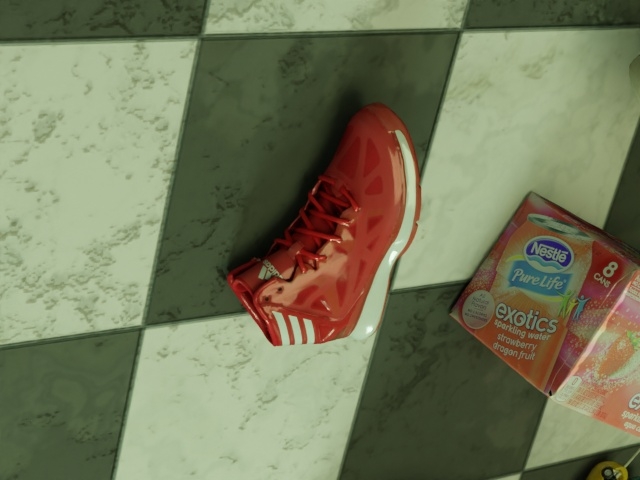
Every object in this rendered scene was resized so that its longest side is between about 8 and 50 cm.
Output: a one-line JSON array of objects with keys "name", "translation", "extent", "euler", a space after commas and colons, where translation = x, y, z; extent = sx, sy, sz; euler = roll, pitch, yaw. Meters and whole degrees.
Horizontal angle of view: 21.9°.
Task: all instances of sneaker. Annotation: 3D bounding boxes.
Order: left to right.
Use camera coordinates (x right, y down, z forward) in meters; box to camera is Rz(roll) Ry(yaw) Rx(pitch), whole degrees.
[{"name": "sneaker", "translation": [0.000, 0.000, 1.322], "extent": [0.128, 0.087, 0.221], "euler": [-14, 126, -33]}]

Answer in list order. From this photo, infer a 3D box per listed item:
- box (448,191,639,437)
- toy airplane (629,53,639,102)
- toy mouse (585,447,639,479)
[{"name": "box", "translation": [0.287, 0.089, 1.563], "extent": [0.300, 0.154, 0.142], "euler": [25, 102, -45]}, {"name": "toy airplane", "translation": [0.486, -0.106, 1.496], "extent": [0.384, 0.272, 0.386], "euler": [-42, 104, -24]}, {"name": "toy mouse", "translation": [0.312, 0.297, 1.817], "extent": [0.161, 0.031, 0.143], "euler": [-40, 136, -8]}]
